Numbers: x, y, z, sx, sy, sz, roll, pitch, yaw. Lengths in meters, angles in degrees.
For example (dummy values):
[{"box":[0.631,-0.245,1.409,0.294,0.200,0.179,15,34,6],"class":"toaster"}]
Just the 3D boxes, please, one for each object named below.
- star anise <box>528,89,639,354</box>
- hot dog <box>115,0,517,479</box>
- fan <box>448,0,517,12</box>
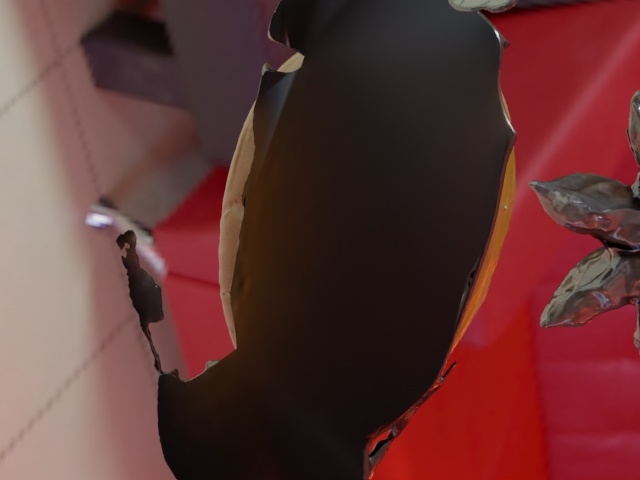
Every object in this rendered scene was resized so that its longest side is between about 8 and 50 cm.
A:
[{"box":[0.261,-0.003,1.239,0.229,0.236,0.093,-57,-179,21],"class":"star anise"},{"box":[0.006,0.001,1.010,0.326,0.194,0.107,-59,172,14],"class":"hot dog"},{"box":[0.063,-0.115,0.710,0.004,0.083,0.056,38,76,-37],"class":"fan"}]
